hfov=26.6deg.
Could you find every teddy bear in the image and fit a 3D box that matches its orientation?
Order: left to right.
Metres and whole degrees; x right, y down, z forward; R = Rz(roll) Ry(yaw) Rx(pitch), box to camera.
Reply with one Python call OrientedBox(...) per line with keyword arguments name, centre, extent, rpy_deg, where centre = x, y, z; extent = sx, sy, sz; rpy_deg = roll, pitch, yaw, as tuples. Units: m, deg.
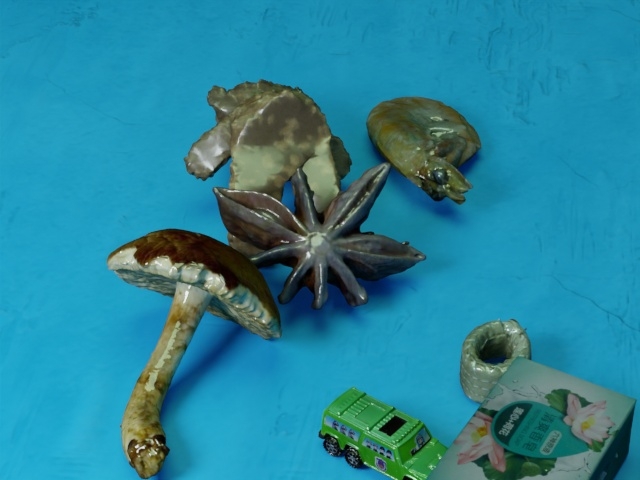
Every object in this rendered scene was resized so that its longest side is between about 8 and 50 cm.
OrientedBox(name="teddy bear", centre=(-0.073, -0.101, 1.934), extent=(0.246, 0.222, 0.296), rpy_deg=(-3, 80, -12))

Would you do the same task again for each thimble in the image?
OrientedBox(name="thimble", centre=(0.215, 0.146, 1.643), extent=(0.084, 0.062, 0.110), rpy_deg=(22, 43, 27))

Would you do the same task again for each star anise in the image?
OrientedBox(name="star anise", centre=(0.005, 0.000, 1.766), extent=(0.257, 0.110, 0.198), rpy_deg=(-11, 76, -15))

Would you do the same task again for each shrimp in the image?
OrientedBox(name="shrimp", centre=(0.173, -0.138, 2.017), extent=(0.168, 0.077, 0.317), rpy_deg=(-10, 35, -15))

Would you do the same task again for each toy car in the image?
OrientedBox(name="toy car", centre=(0.076, 0.227, 1.535), extent=(0.165, 0.062, 0.071), rpy_deg=(24, 44, 34))

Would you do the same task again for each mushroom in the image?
OrientedBox(name="mushroom", centre=(-0.198, 0.107, 1.630), extent=(0.301, 0.208, 0.233), rpy_deg=(-40, 22, -32))

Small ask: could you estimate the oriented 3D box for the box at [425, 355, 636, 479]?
OrientedBox(name="box", centre=(0.229, 0.251, 1.479), extent=(0.153, 0.092, 0.245), rpy_deg=(19, 41, 25))
